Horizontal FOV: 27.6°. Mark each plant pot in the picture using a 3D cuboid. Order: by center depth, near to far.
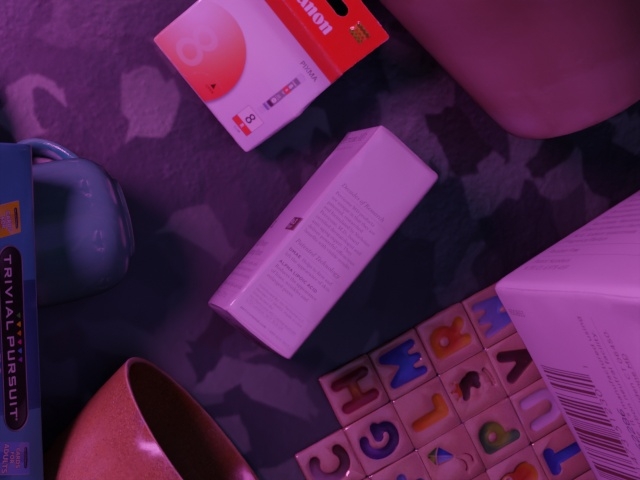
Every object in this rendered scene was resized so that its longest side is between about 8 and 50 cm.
[{"bbox_3d":[-0.194,0.278,1.183,0.254,0.237,0.237,-40,99,3],"label":"plant pot"},{"bbox_3d":[0.201,-0.262,1.238,0.323,0.323,0.280,-38,115,-10],"label":"plant pot"}]

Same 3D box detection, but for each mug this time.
[{"bbox_3d":[-0.231,-0.024,1.203,0.097,0.129,0.158,-13,93,-16],"label":"mug"}]

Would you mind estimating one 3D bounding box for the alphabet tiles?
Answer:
[{"bbox_3d":[0.159,0.216,1.362,0.342,0.011,0.285,-27,97,-12],"label":"alphabet tiles"}]

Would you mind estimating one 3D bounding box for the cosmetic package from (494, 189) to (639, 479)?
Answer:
[{"bbox_3d":[0.454,0.085,1.265,0.393,0.327,0.329,-32,98,-14],"label":"cosmetic package"}]

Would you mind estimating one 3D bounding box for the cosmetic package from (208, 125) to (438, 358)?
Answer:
[{"bbox_3d":[0.000,0.000,1.267,0.085,0.117,0.231,40,81,-12],"label":"cosmetic package"}]

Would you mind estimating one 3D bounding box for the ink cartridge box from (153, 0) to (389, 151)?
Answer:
[{"bbox_3d":[-0.048,-0.191,1.247,0.179,0.045,0.145,-35,101,25],"label":"ink cartridge box"}]

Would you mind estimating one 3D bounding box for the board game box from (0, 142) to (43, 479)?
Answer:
[{"bbox_3d":[-0.362,0.090,1.124,0.254,0.079,0.336,-1,92,30],"label":"board game box"}]
